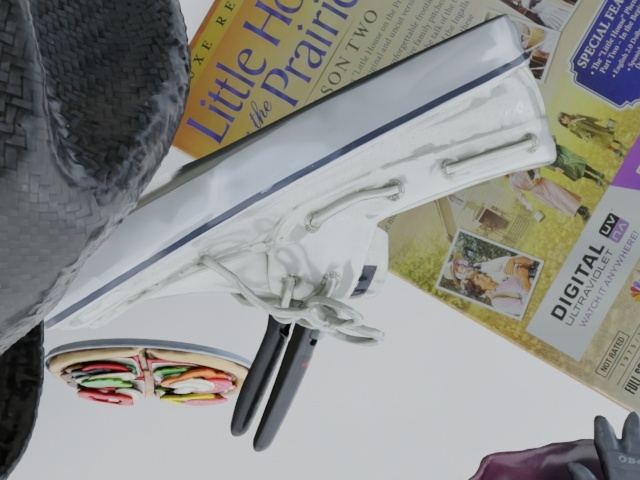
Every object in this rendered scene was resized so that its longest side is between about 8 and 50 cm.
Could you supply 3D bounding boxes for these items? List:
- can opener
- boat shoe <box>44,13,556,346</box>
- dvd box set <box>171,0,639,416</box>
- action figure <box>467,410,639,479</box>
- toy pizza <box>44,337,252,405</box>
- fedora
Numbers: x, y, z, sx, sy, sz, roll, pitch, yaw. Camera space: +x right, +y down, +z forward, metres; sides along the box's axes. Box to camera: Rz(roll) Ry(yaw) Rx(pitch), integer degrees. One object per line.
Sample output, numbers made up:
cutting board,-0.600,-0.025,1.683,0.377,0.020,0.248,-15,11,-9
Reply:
can opener,-0.026,0.086,1.590,0.059,0.073,0.186,28,-74,37
boat shoe,-0.002,0.000,1.226,0.367,0.156,0.136,-28,-174,-25
dvd box set,0.129,-0.102,1.389,0.308,0.420,0.062,-61,176,-2
action figure,0.102,0.280,1.064,0.276,0.248,0.370,-117,-142,-47
toy pizza,-0.155,0.127,1.798,0.201,0.201,0.032,-18,-116,49
fedora,-0.148,-0.074,0.733,0.152,0.334,0.334,-26,-156,19
